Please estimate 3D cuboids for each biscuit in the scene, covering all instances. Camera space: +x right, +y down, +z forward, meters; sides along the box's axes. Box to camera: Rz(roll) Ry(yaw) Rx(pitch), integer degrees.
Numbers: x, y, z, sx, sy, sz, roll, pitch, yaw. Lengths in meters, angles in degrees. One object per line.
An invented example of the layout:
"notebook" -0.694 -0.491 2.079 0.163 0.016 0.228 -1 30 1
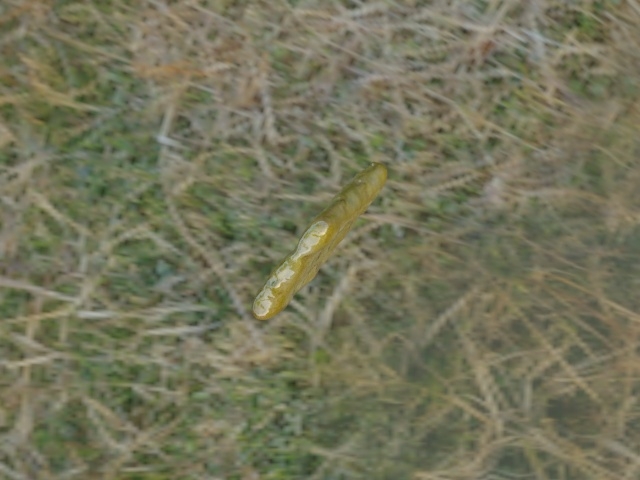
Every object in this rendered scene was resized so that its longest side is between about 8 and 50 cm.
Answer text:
"biscuit" 0.000 0.000 0.956 0.018 0.083 0.081 39 127 4
